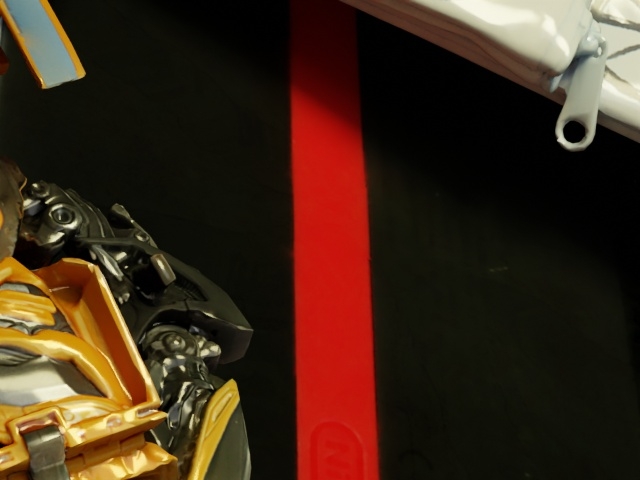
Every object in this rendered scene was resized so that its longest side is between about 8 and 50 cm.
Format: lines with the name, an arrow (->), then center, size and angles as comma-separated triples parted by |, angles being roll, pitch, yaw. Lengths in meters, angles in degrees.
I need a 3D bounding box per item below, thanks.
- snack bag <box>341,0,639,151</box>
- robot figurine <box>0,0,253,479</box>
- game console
snack bag -> 0.134, -0.169, 0.757 | 0.342, 0.037, 0.323 | 26, 58, 2
robot figurine -> -0.141, -0.007, 0.528 | 0.211, 0.085, 0.291 | -17, 58, -26
game console -> 0.000, 0.000, 0.703 | 0.342, 0.060, 0.386 | 16, 47, -20
